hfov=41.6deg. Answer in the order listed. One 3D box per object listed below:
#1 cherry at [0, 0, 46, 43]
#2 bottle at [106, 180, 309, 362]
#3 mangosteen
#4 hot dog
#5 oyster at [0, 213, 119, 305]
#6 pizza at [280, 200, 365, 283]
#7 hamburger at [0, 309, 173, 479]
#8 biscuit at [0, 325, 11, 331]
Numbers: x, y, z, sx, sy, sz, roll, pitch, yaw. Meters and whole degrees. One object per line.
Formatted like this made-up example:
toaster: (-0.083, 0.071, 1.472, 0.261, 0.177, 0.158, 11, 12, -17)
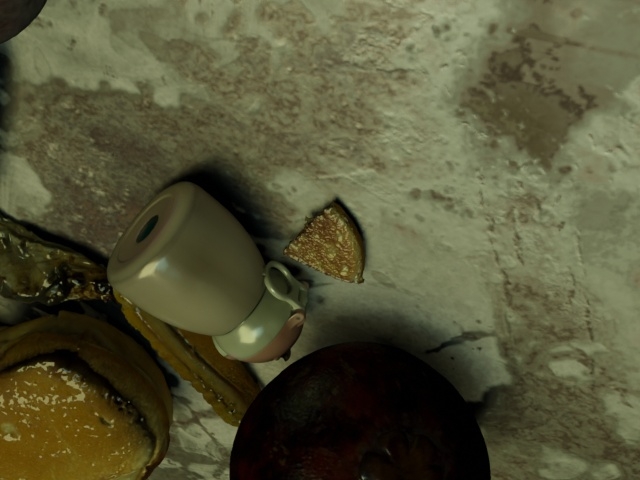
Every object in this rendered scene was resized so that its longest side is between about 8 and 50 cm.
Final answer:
cherry: (-0.337, -0.271, 0.736, 0.266, 0.183, 0.213, 0, 117, 41)
bottle: (-0.114, 0.055, 0.977, 0.148, 0.147, 0.236, -25, 125, 39)
mangosteen: (0.037, 0.283, 1.016, 0.306, 0.306, 0.359, 31, 156, -5)
hot dog: (-0.174, 0.142, 1.129, 0.068, 0.083, 0.289, 2, 134, 49)
oyster: (-0.415, 0.021, 1.134, 0.345, 0.078, 0.128, 20, 127, 10)
pizza: (0.012, -0.005, 0.942, 0.100, 0.029, 0.099, 18, 127, 5)
hamburger: (-0.373, 0.241, 1.199, 0.305, 0.174, 0.284, -21, 126, 11)
biscuit: (-0.567, 0.199, 1.348, 0.274, 0.091, 0.213, 4, 130, 18)
